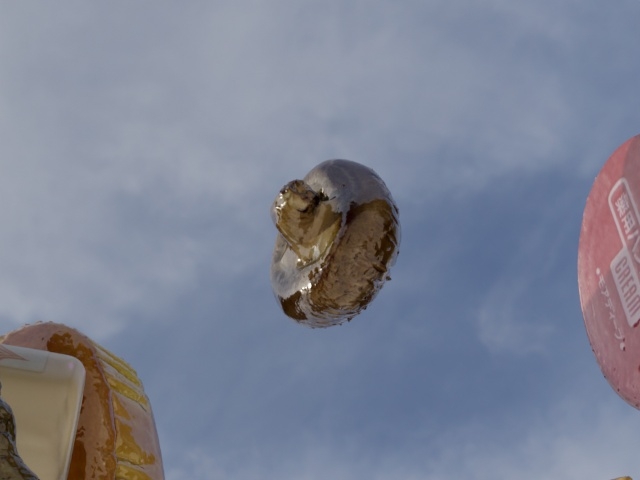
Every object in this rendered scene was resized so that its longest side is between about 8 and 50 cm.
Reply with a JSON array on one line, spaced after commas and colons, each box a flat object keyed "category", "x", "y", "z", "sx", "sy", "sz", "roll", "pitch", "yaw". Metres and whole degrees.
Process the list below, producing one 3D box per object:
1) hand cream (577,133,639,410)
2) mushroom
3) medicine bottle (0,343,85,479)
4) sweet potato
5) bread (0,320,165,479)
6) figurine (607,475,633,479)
[{"category": "hand cream", "x": 0.269, "y": 0.021, "z": 0.739, "sx": 0.125, "sy": 0.193, "sz": 0.193, "roll": -1, "pitch": -78, "yaw": -17}, {"category": "mushroom", "x": 0.008, "y": 0.001, "z": 0.734, "sx": 0.084, "sy": 0.126, "sz": 0.109, "roll": -2, "pitch": -51, "yaw": -5}, {"category": "medicine bottle", "x": -0.309, "y": 0.124, "z": 0.826, "sx": 0.252, "sy": 0.114, "sz": 0.114, "roll": 10, "pitch": -82, "yaw": -10}, {"category": "sweet potato", "x": -0.159, "y": 0.143, "z": 0.605, "sx": 0.038, "sy": 0.041, "sz": 0.153, "roll": -43, "pitch": -107, "yaw": 26}, {"category": "bread", "x": -0.252, "y": 0.218, "z": 1.000, "sx": 0.204, "sy": 0.288, "sz": 0.156, "roll": -19, "pitch": -31, "yaw": 21}, {"category": "figurine", "x": 0.306, "y": 0.396, "z": 1.037, "sx": 0.187, "sy": 0.215, "sz": 0.344, "roll": -18, "pitch": -103, "yaw": -10}]
